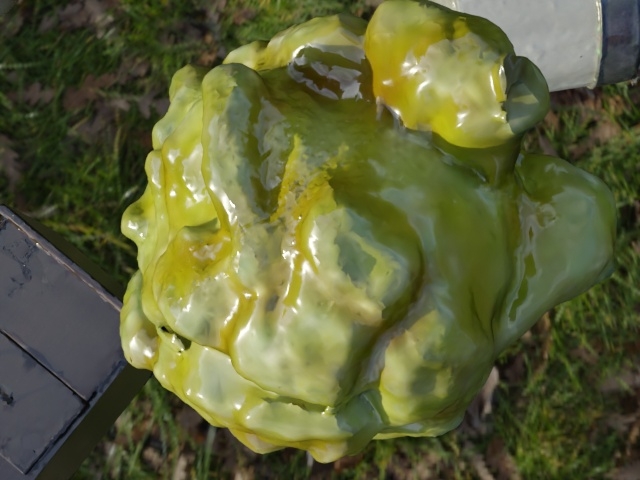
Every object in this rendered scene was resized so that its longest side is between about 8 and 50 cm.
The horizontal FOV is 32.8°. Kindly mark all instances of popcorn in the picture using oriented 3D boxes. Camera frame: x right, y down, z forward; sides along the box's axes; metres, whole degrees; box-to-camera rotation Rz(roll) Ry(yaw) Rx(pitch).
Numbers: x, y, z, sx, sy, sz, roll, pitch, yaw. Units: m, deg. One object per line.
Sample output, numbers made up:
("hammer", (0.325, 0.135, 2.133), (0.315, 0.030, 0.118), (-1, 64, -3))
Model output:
("popcorn", (0.004, 0.001, 0.717), (0.274, 0.335, 0.279), (38, 80, -19))

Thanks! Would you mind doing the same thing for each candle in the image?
("candle", (0.202, -0.247, 1.237), (0.330, 0.187, 0.187), (-8, 119, 5))

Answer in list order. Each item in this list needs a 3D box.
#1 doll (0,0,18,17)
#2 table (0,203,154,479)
("doll", (-0.383, -0.393, 1.192), (0.226, 0.370, 0.215), (4, 153, -10))
("table", (-0.252, 0.105, 0.943), (0.169, 0.172, 0.193), (39, 85, 6))
